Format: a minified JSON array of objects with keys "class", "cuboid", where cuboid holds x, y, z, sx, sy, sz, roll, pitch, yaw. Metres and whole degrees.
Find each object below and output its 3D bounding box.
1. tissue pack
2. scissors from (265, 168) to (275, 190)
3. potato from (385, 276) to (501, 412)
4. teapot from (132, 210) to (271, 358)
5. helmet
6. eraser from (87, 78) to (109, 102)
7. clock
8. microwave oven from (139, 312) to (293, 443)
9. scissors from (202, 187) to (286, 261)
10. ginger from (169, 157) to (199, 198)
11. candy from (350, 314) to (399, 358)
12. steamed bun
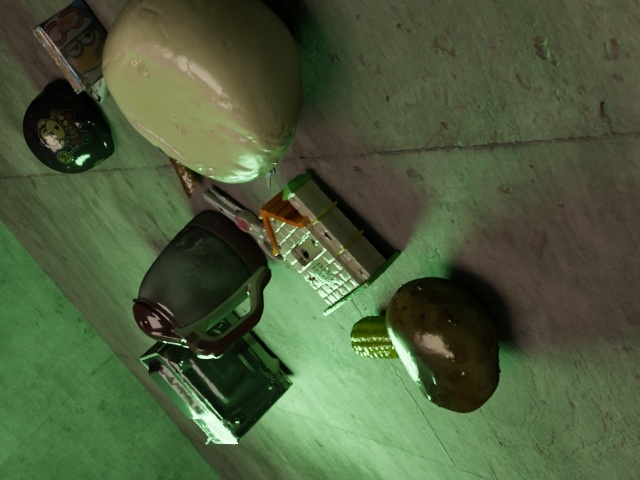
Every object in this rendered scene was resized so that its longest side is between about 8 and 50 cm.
[{"class":"tissue pack","cuboid":[-0.498,-0.400,1.570,0.065,0.115,0.155,6,136,51]},{"class":"scissors","cuboid":[-0.108,-0.130,1.568,0.036,0.006,0.083,30,149,18]},{"class":"potato","cuboid":[0.240,0.199,1.413,0.210,0.173,0.307,14,142,38]},{"class":"teapot","cuboid":[-0.277,0.130,1.817,0.315,0.312,0.233,27,150,27]},{"class":"helmet","cuboid":[-0.654,-0.261,1.912,0.230,0.160,0.279,50,149,-18]},{"class":"eraser","cuboid":[-0.501,-0.361,1.717,0.052,0.029,0.122,43,151,-2]},{"class":"clock","cuboid":[0.000,0.000,1.522,0.255,0.106,0.220,48,150,0]},{"class":"microwave oven","cuboid":[-0.302,0.383,2.232,0.355,0.286,0.218,51,149,-8]},{"class":"scissors","cuboid":[-0.167,-0.042,1.736,0.242,0.030,0.118,35,151,6]},{"class":"ginger","cuboid":[-0.312,-0.163,1.743,0.057,0.044,0.137,53,166,58]},{"class":"candy","cuboid":[0.157,0.205,1.616,0.210,0.096,0.096,-9,124,49]},{"class":"steamed bun","cuboid":[-0.161,-0.272,1.211,0.334,0.233,0.312,42,151,-17]}]
